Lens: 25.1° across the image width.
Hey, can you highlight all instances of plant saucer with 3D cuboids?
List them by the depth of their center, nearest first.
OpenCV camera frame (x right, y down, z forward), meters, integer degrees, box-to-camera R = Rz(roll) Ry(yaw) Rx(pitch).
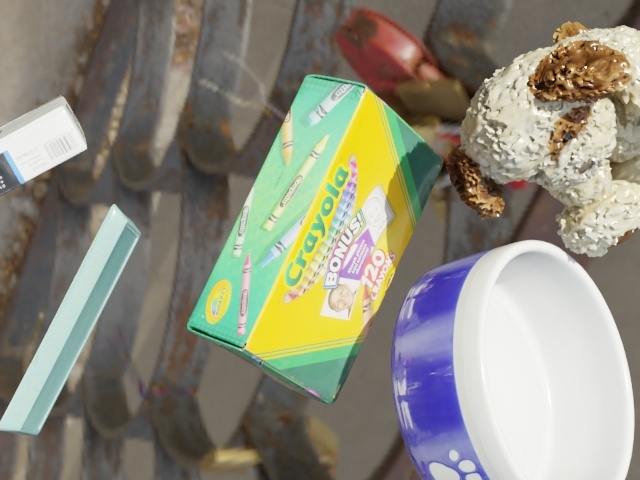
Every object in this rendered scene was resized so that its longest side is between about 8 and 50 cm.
[{"bbox_3d":[-0.192,0.066,1.117,0.018,0.192,0.067,24,172,8],"label":"plant saucer"}]

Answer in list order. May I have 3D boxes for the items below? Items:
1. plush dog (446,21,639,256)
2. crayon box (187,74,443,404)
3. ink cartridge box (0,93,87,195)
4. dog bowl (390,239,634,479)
[{"bbox_3d":[0.227,-0.120,1.310,0.225,0.210,0.262,-12,150,-42],"label":"plush dog"},{"bbox_3d":[0.000,0.000,1.402,0.165,0.081,0.278,37,74,-50],"label":"crayon box"},{"bbox_3d":[-0.376,-0.112,1.783,0.165,0.333,0.065,-30,103,-4],"label":"ink cartridge box"},{"bbox_3d":[0.186,0.138,1.361,0.104,0.264,0.265,-16,140,38],"label":"dog bowl"}]
